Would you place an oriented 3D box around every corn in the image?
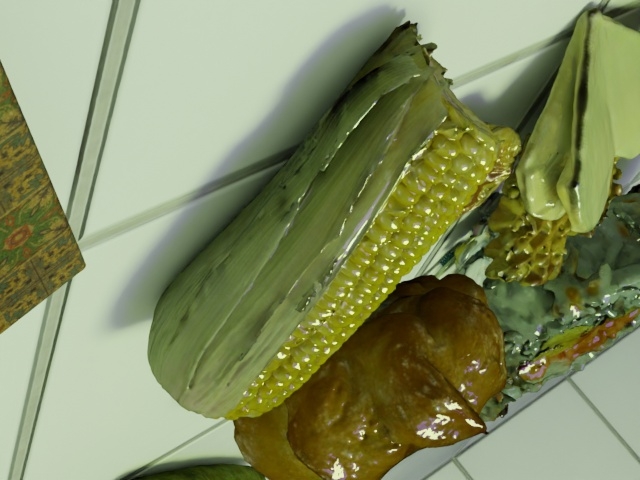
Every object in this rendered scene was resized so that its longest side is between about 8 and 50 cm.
[{"bbox_3d":[-0.004,-0.003,0.746,0.123,0.122,0.305,22,119,-38],"label":"corn"}]

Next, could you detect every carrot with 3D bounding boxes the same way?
[{"bbox_3d":[-0.129,0.284,1.243,0.074,0.074,0.358,-43,163,10],"label":"carrot"}]

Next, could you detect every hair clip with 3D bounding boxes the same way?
[{"bbox_3d":[0.190,0.003,1.207,0.116,0.049,0.172,-40,160,-15],"label":"hair clip"}]

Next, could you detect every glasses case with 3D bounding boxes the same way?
[{"bbox_3d":[-0.159,-0.023,0.476,0.075,0.049,0.218,-41,164,-17],"label":"glasses case"}]

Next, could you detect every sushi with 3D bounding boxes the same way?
[{"bbox_3d":[0.316,0.063,1.423,0.417,0.176,0.417,-29,165,-9],"label":"sushi"}]

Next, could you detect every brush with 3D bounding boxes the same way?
[{"bbox_3d":[0.130,0.034,1.237,0.083,0.013,0.016,-46,164,13],"label":"brush"}]

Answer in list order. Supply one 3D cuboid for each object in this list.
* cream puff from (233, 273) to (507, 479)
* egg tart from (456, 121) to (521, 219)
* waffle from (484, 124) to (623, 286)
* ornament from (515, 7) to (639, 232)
[{"bbox_3d":[0.045,0.124,1.013,0.269,0.155,0.241,-33,-173,-4],"label":"cream puff"},{"bbox_3d":[0.111,-0.057,0.920,0.130,0.052,0.130,-33,160,-14],"label":"egg tart"},{"bbox_3d":[0.239,-0.058,1.081,0.228,0.051,0.231,1,117,-57],"label":"waffle"},{"bbox_3d":[0.239,-0.120,0.949,0.201,0.059,0.180,-46,135,-29],"label":"ornament"}]
